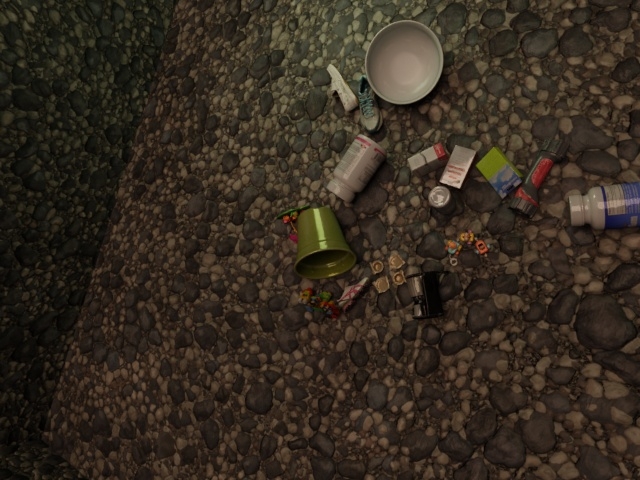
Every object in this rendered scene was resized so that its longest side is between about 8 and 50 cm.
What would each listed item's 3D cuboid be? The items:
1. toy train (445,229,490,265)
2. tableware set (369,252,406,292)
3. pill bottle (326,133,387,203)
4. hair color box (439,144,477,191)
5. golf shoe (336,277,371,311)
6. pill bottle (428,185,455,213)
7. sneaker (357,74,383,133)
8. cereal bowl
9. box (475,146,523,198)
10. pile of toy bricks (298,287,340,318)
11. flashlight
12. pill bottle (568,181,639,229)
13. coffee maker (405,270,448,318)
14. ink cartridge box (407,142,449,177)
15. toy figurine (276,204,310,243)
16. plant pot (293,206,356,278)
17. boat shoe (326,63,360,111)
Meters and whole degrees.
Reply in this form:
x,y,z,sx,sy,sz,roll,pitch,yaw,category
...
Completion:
x,y,z,sx,sy,sz,roll,pitch,yaw,category
0.580,0.028,1.702,0.166,0.046,0.125,-26,68,21,toy train
0.293,0.140,1.846,0.168,0.020,0.141,-23,70,23,tableware set
0.158,-0.319,1.931,0.160,0.160,0.283,39,98,28,pill bottle
0.572,-0.298,1.769,0.093,0.053,0.167,25,91,28,hair color box
0.143,0.224,1.881,0.186,0.067,0.086,-48,61,11,golf shoe
0.494,-0.156,1.719,0.087,0.160,0.087,-6,77,27,pill bottle
0.213,-0.634,1.988,0.110,0.122,0.283,-12,74,26,sneaker
0.369,-0.775,1.891,0.338,0.141,0.339,3,105,12,cereal bowl
0.703,-0.265,1.673,0.178,0.042,0.109,61,139,23,box
0.013,0.272,1.935,0.212,0.118,0.105,5,53,45,pile of toy bricks
0.821,-0.232,1.599,0.103,0.103,0.304,31,94,3,flashlight
0.999,-0.114,1.448,0.272,0.152,0.152,-6,77,27,pill bottle
0.435,0.217,1.698,0.171,0.120,0.178,-15,73,24,coffee maker
0.457,-0.335,1.804,0.150,0.109,0.063,-24,70,22,ink cartridge box
-0.104,-0.067,2.068,0.173,0.130,0.159,-21,83,-3,toy figurine
0.000,0.000,1.914,0.276,0.276,0.254,-25,57,22,plant pot
0.088,-0.745,2.091,0.096,0.098,0.277,-35,67,17,boat shoe
